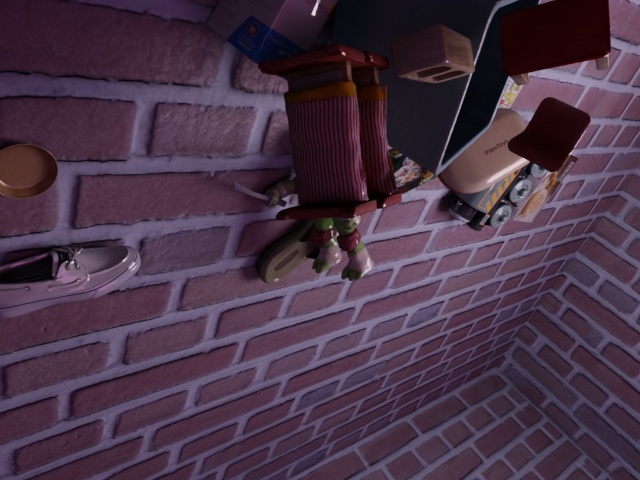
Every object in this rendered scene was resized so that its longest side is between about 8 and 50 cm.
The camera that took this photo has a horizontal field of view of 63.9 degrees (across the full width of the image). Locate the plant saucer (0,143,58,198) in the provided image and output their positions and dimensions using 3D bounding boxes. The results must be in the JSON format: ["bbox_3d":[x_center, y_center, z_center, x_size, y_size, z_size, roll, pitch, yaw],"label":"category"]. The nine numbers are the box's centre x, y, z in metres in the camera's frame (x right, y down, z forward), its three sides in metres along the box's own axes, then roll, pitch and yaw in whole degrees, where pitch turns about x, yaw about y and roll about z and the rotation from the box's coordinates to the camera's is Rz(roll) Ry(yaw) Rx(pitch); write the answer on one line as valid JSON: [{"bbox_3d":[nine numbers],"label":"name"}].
[{"bbox_3d":[-0.395,-0.094,0.680,0.083,0.015,0.083,-28,142,-24],"label":"plant saucer"}]

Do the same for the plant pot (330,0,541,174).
[{"bbox_3d":[0.154,-0.296,0.804,0.247,0.252,0.247,-40,151,-43],"label":"plant pot"}]

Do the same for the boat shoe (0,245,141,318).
[{"bbox_3d":[-0.388,0.049,0.777,0.226,0.083,0.075,-24,142,-27],"label":"boat shoe"}]

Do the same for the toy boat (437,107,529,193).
[{"bbox_3d":[0.379,-0.205,1.228,0.231,0.151,0.151,-30,-178,-5],"label":"toy boat"}]

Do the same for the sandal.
[{"bbox_3d":[0.000,0.002,1.125,0.303,0.086,0.120,-42,146,-4],"label":"sandal"}]

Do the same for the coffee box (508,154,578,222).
[{"bbox_3d":[0.673,-0.185,1.617,0.141,0.098,0.246,3,124,-47],"label":"coffee box"}]

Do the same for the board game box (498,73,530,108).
[{"bbox_3d":[0.364,-0.378,1.142,0.317,0.046,0.213,-1,126,-45],"label":"board game box"}]

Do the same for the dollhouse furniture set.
[{"bbox_3d":[0.125,-0.140,0.596,0.152,0.374,0.201,-19,104,-56],"label":"dollhouse furniture set"}]

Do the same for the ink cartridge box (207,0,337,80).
[{"bbox_3d":[-0.039,-0.349,0.675,0.078,0.134,0.231,13,117,-51],"label":"ink cartridge box"}]

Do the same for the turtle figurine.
[{"bbox_3d":[-0.015,-0.040,0.948,0.198,0.274,0.266,-9,118,17],"label":"turtle figurine"}]

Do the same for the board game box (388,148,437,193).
[{"bbox_3d":[0.260,-0.198,1.240,0.260,0.030,0.136,-26,140,-25],"label":"board game box"}]

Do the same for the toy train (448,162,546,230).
[{"bbox_3d":[0.490,-0.177,1.417,0.190,0.142,0.334,16,117,-39],"label":"toy train"}]
